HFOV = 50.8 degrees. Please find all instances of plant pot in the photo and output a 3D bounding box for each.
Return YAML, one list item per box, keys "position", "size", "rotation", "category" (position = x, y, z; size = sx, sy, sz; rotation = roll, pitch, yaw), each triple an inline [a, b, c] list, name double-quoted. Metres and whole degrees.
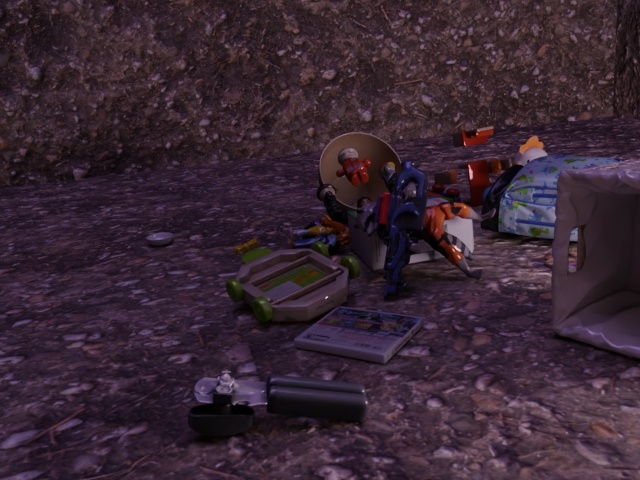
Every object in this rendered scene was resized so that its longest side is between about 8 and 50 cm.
- position: [0.116, -0.196, 2.282]
  size: [0.284, 0.284, 0.191]
  rotation: [-10, -18, -16]
  category: "plant pot"

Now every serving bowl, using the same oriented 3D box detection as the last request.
- position: [-0.510, -0.001, 2.142]
  size: [0.083, 0.027, 0.083]
  rotation: [-4, 16, 1]
  category: "serving bowl"

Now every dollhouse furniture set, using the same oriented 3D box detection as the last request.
- position: [0.528, -0.246, 2.269]
  size: [0.262, 0.259, 0.135]
  rotation: [-14, 9, -23]
  category: "dollhouse furniture set"

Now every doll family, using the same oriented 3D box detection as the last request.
- position: [0.000, 0.000, 1.831]
  size: [0.163, 0.118, 0.263]
  rotation: [-5, 16, 0]
  category: "doll family"

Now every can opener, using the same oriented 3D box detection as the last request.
- position: [-0.065, 0.257, 1.069]
  size: [0.281, 0.093, 0.074]
  rotation: [2, 18, -6]
  category: "can opener"

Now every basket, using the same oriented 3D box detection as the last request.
- position: [0.631, 0.025, 1.210]
  size: [0.266, 0.328, 0.331]
  rotation: [-15, 19, -38]
  category: "basket"

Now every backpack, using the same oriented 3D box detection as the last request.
- position: [0.667, -0.113, 1.849]
  size: [0.356, 0.273, 0.290]
  rotation: [25, 37, 28]
  category: "backpack"

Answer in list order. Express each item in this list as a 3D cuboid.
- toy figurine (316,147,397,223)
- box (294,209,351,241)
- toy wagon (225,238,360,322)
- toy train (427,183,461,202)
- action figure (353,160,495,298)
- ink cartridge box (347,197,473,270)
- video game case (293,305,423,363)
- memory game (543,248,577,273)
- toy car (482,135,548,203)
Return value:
- position: [0.116, -0.146, 1.948]
  size: [0.210, 0.213, 0.148]
  rotation: [12, 33, -27]
  category: "toy figurine"
- position: [0.010, -0.041, 2.026]
  size: [0.162, 0.029, 0.116]
  rotation: [-17, -13, -39]
  category: "box"
- position: [-0.086, 0.082, 1.582]
  size: [0.267, 0.068, 0.344]
  rotation: [-23, 30, -30]
  category: "toy wagon"
- position: [0.327, -0.130, 2.158]
  size: [0.143, 0.105, 0.248]
  rotation: [1, 13, -23]
  category: "toy train"
- position: [0.233, 0.004, 1.636]
  size: [0.330, 0.341, 0.178]
  rotation: [18, -15, 0]
  category: "action figure"
- position: [0.242, -0.025, 1.839]
  size: [0.289, 0.121, 0.211]
  rotation: [-9, 17, -12]
  category: "ink cartridge box"
- position: [0.079, 0.185, 1.356]
  size: [0.201, 0.023, 0.183]
  rotation: [4, 19, 31]
  category: "video game case"
- position: [0.644, 0.052, 1.658]
  size: [0.186, 0.012, 0.186]
  rotation: [-5, 17, 1]
  category: "memory game"
- position: [0.653, -0.212, 2.147]
  size: [0.210, 0.237, 0.219]
  rotation: [-13, 18, -24]
  category: "toy car"
